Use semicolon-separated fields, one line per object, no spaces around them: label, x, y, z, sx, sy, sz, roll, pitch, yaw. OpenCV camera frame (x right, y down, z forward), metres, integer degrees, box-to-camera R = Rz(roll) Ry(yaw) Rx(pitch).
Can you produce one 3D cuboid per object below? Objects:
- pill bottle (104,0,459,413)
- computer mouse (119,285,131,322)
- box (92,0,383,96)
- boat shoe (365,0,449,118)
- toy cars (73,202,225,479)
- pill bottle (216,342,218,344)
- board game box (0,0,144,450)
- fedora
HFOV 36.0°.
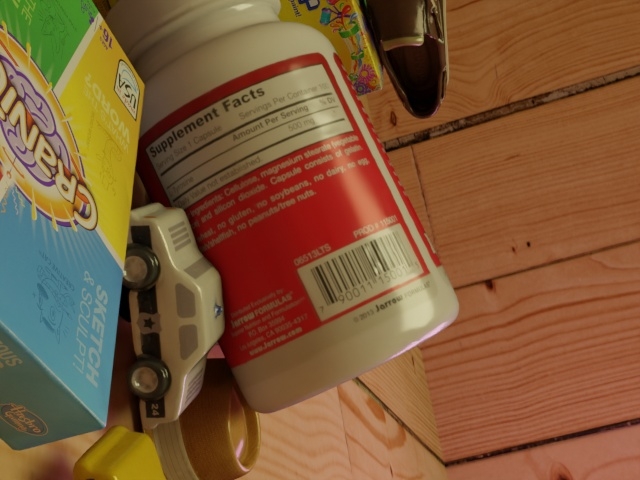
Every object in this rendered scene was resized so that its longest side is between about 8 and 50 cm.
pill bottle;-0.050;-0.060;0.960;0.408;0.229;0.229;64;11;4
computer mouse;-0.198;-0.041;0.942;0.071;0.041;0.242;-22;96;-79
box;-0.101;-0.292;1.133;0.177;0.279;0.290;-83;154;-62
boat shoe;0.099;-0.249;1.102;0.095;0.095;0.257;-83;156;-46
toy cars;-0.120;0.149;0.788;0.176;0.087;0.394;73;18;-57
pill bottle;-0.074;0.079;1.167;0.208;0.117;0.118;40;36;-69
board game box;-0.199;-0.072;0.596;0.242;0.064;0.317;62;18;-45
fedora;-0.109;0.178;0.971;0.194;0.079;0.194;-16;90;-79
